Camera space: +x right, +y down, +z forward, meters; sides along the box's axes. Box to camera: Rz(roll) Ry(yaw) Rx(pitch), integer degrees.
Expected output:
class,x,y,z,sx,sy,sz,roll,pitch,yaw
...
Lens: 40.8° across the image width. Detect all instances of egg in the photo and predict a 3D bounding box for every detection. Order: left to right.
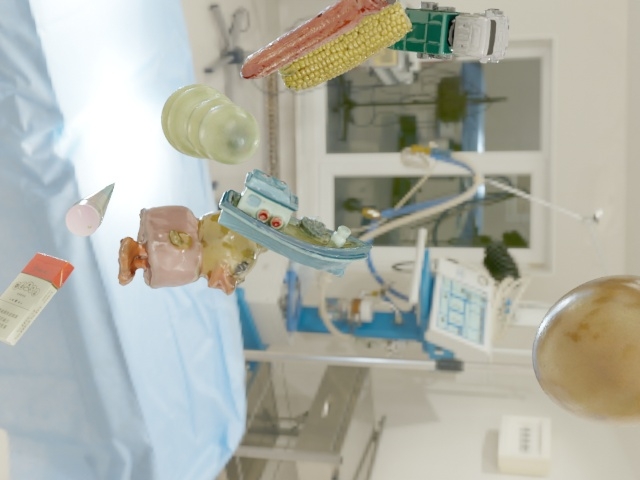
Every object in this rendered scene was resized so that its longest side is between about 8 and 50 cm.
class,x,y,z,sx,sy,sz,roll,pitch,yaw
egg,0.557,0.211,1.628,0.351,0.283,0.282,-42,-147,55

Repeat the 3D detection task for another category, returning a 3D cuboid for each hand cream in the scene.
class,x,y,z,sx,sy,sz,roll,pitch,yaw
hand cream,-0.499,-0.074,1.879,0.111,0.070,0.312,-51,-166,3

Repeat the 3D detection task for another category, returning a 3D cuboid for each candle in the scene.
class,x,y,z,sx,sy,sz,roll,pitch,yaw
candle,-0.010,-0.313,1.294,0.051,0.329,0.048,-32,100,-43

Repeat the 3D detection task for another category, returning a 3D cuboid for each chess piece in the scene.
class,x,y,z,sx,sy,sz,roll,pitch,yaw
chess piece,-0.185,-0.200,1.542,0.251,0.144,0.144,-151,-127,-61

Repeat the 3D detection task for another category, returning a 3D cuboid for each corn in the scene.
class,x,y,z,sx,sy,sz,roll,pitch,yaw
corn,0.041,-0.357,1.584,0.091,0.260,0.091,46,28,-53

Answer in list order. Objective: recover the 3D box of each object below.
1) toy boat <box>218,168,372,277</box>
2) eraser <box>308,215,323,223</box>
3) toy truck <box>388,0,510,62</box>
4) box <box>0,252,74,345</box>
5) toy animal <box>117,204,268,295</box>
class,x,y,z,sx,sy,sz,roll,pitch,yaw
toy boat,-0.034,-0.026,1.297,0.098,0.238,0.109,-61,-171,17
eraser,0.000,0.000,1.450,0.019,0.038,0.083,-30,106,-28
toy truck,0.238,-0.410,1.698,0.124,0.253,0.114,-17,116,-48
box,-0.732,0.141,2.137,0.245,0.139,0.035,-58,139,-27
toy animal,-0.236,0.016,1.618,0.195,0.281,0.169,123,-30,-66
